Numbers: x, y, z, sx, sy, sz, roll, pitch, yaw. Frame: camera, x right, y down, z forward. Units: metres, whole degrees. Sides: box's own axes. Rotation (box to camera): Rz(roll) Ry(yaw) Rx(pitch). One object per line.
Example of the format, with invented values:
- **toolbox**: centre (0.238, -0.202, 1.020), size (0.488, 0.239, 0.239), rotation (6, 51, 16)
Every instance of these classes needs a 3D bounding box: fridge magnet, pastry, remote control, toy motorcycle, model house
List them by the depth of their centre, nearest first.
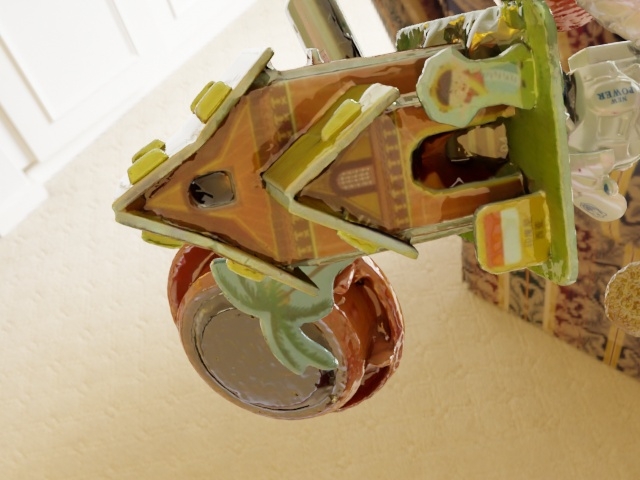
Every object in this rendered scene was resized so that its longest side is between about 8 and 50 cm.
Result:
- **model house**: centre (0.000, 0.000, 0.631), size (0.323, 0.340, 0.300), rotation (-12, 14, -10)
- **toy motorcycle**: centre (0.267, -0.098, 0.647), size (0.221, 0.102, 0.150), rotation (-12, 87, -11)
- **pastry**: centre (0.407, 0.074, 0.943), size (0.097, 0.057, 0.109), rotation (-15, 64, 37)
- **remote control**: centre (0.041, -0.230, 1.093), size (0.056, 0.296, 0.140), rotation (-29, 8, -9)
- **fridge magnet**: centre (-0.059, 0.121, 1.094), size (0.363, 0.364, 0.155), rotation (5, 35, 17)

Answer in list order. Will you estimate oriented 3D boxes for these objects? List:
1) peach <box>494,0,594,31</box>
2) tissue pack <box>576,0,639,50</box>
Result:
- **peach**: centre (0.268, -0.366, 0.885), size (0.158, 0.267, 0.154), rotation (-16, 47, 0)
- **tissue pack**: centre (0.291, -0.317, 0.435), size (0.124, 0.288, 0.394), rotation (30, 54, -12)
